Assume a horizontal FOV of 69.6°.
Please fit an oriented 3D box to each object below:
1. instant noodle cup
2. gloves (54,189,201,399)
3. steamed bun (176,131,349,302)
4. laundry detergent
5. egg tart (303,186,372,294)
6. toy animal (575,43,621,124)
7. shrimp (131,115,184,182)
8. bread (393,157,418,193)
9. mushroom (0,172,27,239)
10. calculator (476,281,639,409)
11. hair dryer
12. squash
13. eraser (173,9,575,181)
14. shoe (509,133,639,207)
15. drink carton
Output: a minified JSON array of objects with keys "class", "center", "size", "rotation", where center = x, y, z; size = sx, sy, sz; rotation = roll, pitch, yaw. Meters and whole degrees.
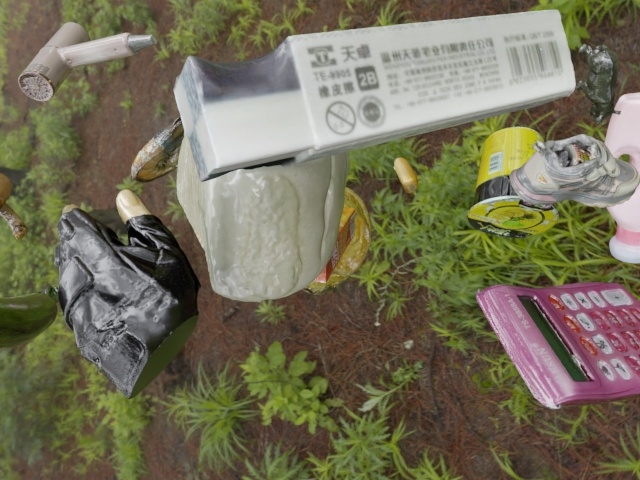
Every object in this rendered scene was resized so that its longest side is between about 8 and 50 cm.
[{"class":"instant noodle cup","center":[0.490,-0.153,1.176],"size":[0.215,0.215,0.236],"rotation":[-8,63,38]},{"class":"gloves","center":[-0.219,0.038,0.484],"size":[0.203,0.124,0.164],"rotation":[38,96,10]},{"class":"steamed bun","center":[-0.088,-0.086,0.721],"size":[0.383,0.236,0.247],"rotation":[-130,43,-55]},{"class":"laundry detergent","center":[0.624,-0.113,0.886],"size":[0.159,0.088,0.335],"rotation":[1,120,18]},{"class":"egg tart","center":[0.042,0.004,1.343],"size":[0.132,0.341,0.341],"rotation":[15,89,47]},{"class":"toy animal","center":[0.432,-0.234,0.712],"size":[0.047,0.136,0.065],"rotation":[-18,41,8]},{"class":"shrimp","center":[-0.395,-0.264,1.276],"size":[0.290,0.222,0.054],"rotation":[-45,86,8]},{"class":"bread","center":[0.253,-0.190,1.351],"size":[0.049,0.062,0.103],"rotation":[-24,50,11]},{"class":"mushroom","center":[-0.536,-0.059,0.758],"size":[0.088,0.073,0.129],"rotation":[-41,91,-12]},{"class":"calculator","center":[0.254,0.095,0.440],"size":[0.127,0.190,0.034],"rotation":[-109,27,-44]},{"class":"hair dryer","center":[-0.370,-0.331,0.771],"size":[0.220,0.054,0.195],"rotation":[-15,46,11]},{"class":"squash","center":[-0.429,0.107,0.626],"size":[0.071,0.318,0.080],"rotation":[-2,87,-5]},{"class":"eraser","center":[0.072,-0.149,0.459],"size":[0.096,0.403,0.098],"rotation":[-2,104,67]},{"class":"shoe","center":[0.374,-0.108,0.663],"size":[0.180,0.092,0.089],"rotation":[1,53,2]},{"class":"drink carton","center":[0.000,0.000,0.955],"size":[0.096,0.223,0.071],"rotation":[7,118,16]}]
